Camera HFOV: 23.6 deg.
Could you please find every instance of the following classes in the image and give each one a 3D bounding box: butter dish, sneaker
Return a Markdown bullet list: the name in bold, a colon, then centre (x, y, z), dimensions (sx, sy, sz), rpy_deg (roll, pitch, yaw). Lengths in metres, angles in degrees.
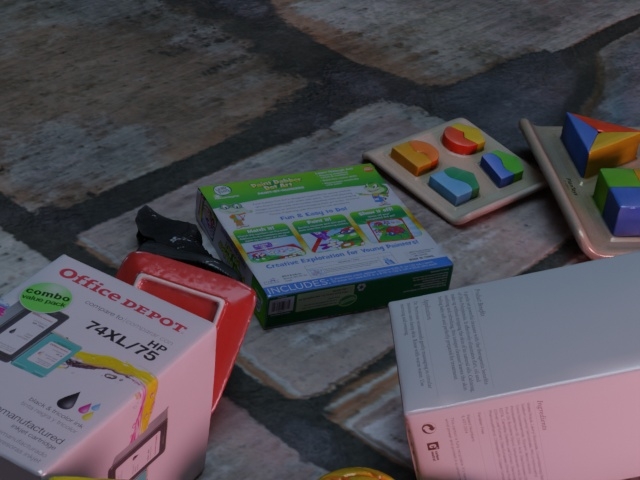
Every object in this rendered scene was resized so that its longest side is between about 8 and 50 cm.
- **butter dish**: centre (-0.158, 0.112, 1.678), dimensions (0.160, 0.118, 0.160), rpy_deg (17, 77, 12)
- **sneaker**: centre (-0.161, 0.011, 1.871), dimensions (0.170, 0.051, 0.089), rpy_deg (15, 39, 17)

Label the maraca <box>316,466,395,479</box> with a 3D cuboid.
- **maraca**: centre (0.045, 0.269, 1.496), dimensions (0.127, 0.099, 0.186), rpy_deg (29, 14, 13)

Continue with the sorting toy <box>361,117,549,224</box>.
- **sorting toy**: centre (0.192, -0.105, 2.114), dimensions (0.193, 0.038, 0.208), rpy_deg (-22, 44, -35)

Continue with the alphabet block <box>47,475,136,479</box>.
- **alphabet block**: centre (-0.148, 0.333, 1.273), dimensions (0.192, 0.197, 0.193), rpy_deg (2, 35, -6)

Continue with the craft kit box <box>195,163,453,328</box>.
- **craft kit box**: centre (0.000, 0.000, 1.915), dimensions (0.250, 0.061, 0.246), rpy_deg (-9, 40, -22)

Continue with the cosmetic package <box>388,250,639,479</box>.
- **cosmetic package**: centre (0.266, 0.137, 1.584), dimensions (0.366, 0.155, 0.197), rpy_deg (-10, 34, 5)

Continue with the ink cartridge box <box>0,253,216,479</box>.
- **ink cartridge box**: centre (-0.258, 0.183, 1.473), dimensions (0.198, 0.197, 0.270), rpy_deg (23, 37, 21)

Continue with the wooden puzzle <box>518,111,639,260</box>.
- **wooden puzzle**: centre (0.471, -0.086, 2.076), dimensions (0.348, 0.080, 0.322), rpy_deg (3, 34, -13)
